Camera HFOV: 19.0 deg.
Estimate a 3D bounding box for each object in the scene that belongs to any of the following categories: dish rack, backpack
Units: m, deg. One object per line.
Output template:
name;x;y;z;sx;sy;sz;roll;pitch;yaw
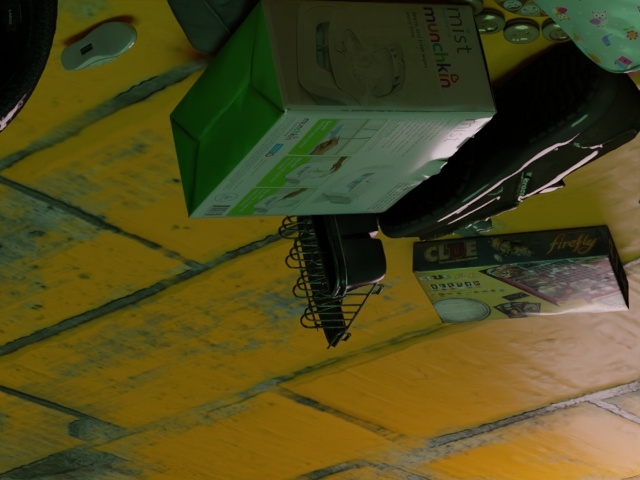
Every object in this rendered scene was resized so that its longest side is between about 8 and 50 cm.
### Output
dish rack;0.000;0.000;2.148;0.074;0.208;0.271;-6;158;-16
backpack;0.251;-0.238;1.672;0.182;0.115;0.152;45;143;-20

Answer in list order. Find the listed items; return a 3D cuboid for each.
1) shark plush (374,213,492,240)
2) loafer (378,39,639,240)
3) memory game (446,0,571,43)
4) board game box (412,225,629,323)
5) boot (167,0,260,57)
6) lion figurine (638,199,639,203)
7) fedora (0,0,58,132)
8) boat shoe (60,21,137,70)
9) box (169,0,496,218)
shark plush;0.117;-0.031;2.169;0.161;0.067;0.073;-6;158;-33
loafer;0.202;-0.081;2.024;0.130;0.134;0.366;22;148;-34
memory game;0.209;-0.239;1.839;0.186;0.012;0.186;2;154;1
board game box;0.252;0.045;2.384;0.243;0.042;0.165;-5;153;16
boot;-0.076;-0.242;1.793;0.189;0.076;0.208;5;151;25
lion figurine;0.523;-0.016;1.906;0.392;0.240;0.142;-23;171;-19
fedora;-0.412;-0.221;1.725;0.334;0.334;0.152;19;180;-30
boat shoe;-0.219;-0.197;1.952;0.100;0.035;0.035;-23;172;36
box;0.008;-0.122;1.890;0.231;0.127;0.262;-3;160;-25
